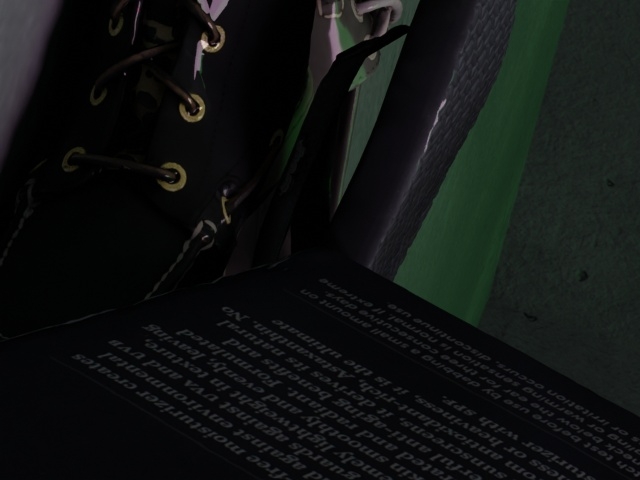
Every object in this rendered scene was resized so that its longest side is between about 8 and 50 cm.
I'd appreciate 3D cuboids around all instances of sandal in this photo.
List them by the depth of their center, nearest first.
[{"bbox_3d":[0.000,0.001,0.719,0.254,0.054,0.097,-64,172,25],"label":"sandal"}]

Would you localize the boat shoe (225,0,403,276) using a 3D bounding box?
[{"bbox_3d":[-0.006,-0.049,0.938,0.112,0.095,0.335,-54,161,-62],"label":"boat shoe"}]

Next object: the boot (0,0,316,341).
[{"bbox_3d":[-0.056,-0.067,0.666,0.236,0.085,0.179,-60,162,-51],"label":"boot"}]

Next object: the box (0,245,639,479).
[{"bbox_3d":[-0.058,0.189,0.564,0.294,0.182,0.296,-15,127,-52],"label":"box"}]
